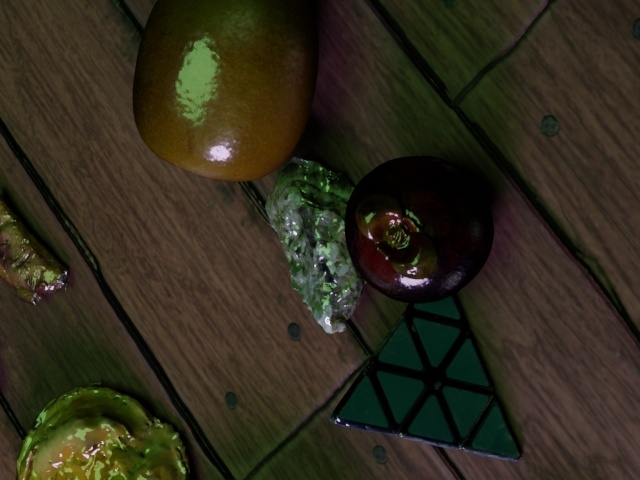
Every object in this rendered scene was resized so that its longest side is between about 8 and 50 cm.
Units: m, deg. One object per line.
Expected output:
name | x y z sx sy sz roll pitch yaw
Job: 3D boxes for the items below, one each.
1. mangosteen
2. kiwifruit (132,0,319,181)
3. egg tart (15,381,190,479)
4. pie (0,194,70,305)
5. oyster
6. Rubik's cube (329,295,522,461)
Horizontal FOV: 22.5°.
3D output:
mangosteen | 0.091 -0.012 1.567 0.152 0.152 0.153 8 103 38
kiwifruit | -0.095 -0.180 1.662 0.196 0.196 0.234 16 103 36
egg tart | -0.278 0.317 1.944 0.297 0.132 0.297 3 95 34
pie | -0.377 0.020 2.022 0.170 0.034 0.092 43 118 24
oyster | 0.000 0.000 1.701 0.177 0.064 0.125 56 130 19
Rubik's cube | 0.052 0.171 1.618 0.190 0.178 0.211 -35 75 40
